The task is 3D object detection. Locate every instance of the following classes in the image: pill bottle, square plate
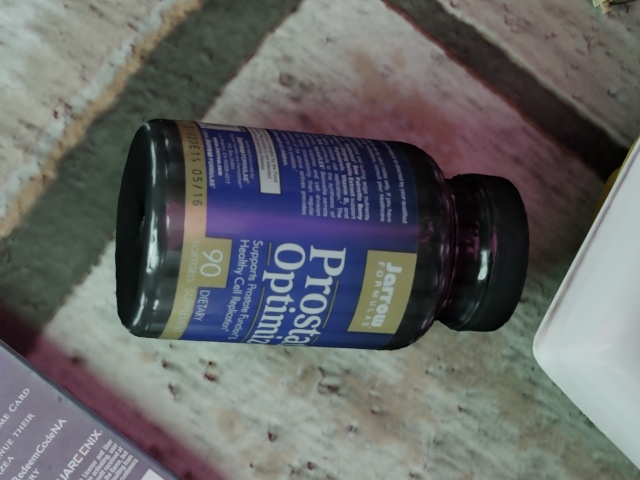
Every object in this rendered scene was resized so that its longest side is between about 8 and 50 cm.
[{"bbox_3d":[0.000,0.000,0.755,0.219,0.123,0.123,4,79,-17],"label":"pill bottle"},{"bbox_3d":[0.307,0.026,0.820,0.347,0.049,0.344,45,67,-31],"label":"square plate"}]

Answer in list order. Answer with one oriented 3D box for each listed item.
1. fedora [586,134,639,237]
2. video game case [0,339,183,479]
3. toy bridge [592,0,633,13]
[{"bbox_3d":[0.222,0.010,0.838,0.194,0.079,0.194,-3,95,-35],"label":"fedora"},{"bbox_3d":[-0.230,0.132,0.708,0.274,0.026,0.196,39,71,-7],"label":"video game case"},{"bbox_3d":[0.170,-0.244,0.906,0.063,0.026,0.188,-13,85,-17],"label":"toy bridge"}]
